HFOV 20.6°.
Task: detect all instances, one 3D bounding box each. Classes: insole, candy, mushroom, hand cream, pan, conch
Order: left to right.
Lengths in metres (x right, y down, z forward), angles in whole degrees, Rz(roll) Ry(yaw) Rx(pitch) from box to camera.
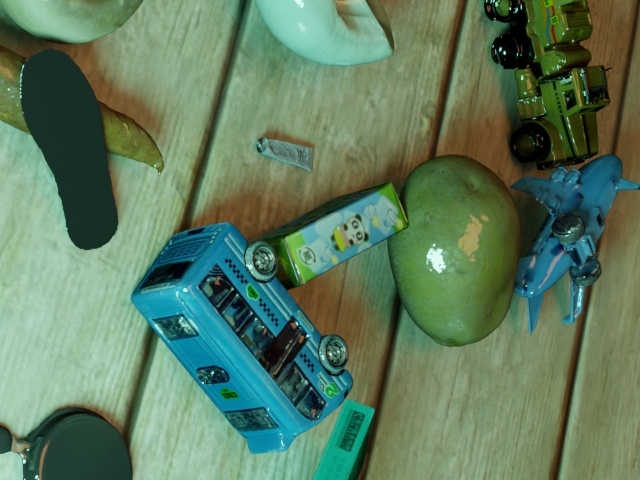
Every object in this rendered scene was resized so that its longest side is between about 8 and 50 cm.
[{"bbox_3d":[-0.276,0.215,1.737,0.235,0.028,0.136,30,62,-36],"label":"pan"},{"bbox_3d":[-0.249,-0.091,1.775,0.080,0.003,0.232,-28,125,-23],"label":"insole"},{"bbox_3d":[-0.245,-0.300,1.754,0.206,0.209,0.206,-1,91,-24],"label":"mushroom"},{"bbox_3d":[-0.039,-0.101,2.029,0.093,0.019,0.030,12,76,-44],"label":"hand cream"},{"bbox_3d":[0.000,0.000,1.992,0.194,0.097,0.062,-28,98,-43],"label":"candy"},{"bbox_3d":[0.000,-0.289,2.030,0.221,0.121,0.185,49,49,-34],"label":"conch"}]

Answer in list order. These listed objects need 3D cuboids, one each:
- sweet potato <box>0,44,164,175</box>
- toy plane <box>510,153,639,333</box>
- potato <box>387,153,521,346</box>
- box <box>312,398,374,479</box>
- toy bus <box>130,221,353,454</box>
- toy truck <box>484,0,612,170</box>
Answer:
[{"bbox_3d":[-0.282,-0.134,1.776,0.314,0.072,0.066,30,37,-40],"label":"sweet potato"},{"bbox_3d":[0.325,-0.016,2.277,0.271,0.105,0.254,-47,133,-23],"label":"toy plane"},{"bbox_3d":[0.161,0.014,2.100,0.178,0.160,0.235,-20,114,-26],"label":"potato"},{"bbox_3d":[-0.001,0.304,1.905,0.042,0.161,0.226,19,61,8],"label":"box"},{"bbox_3d":[-0.082,0.106,1.881,0.246,0.113,0.134,54,51,-22],"label":"toy bus"},{"bbox_3d":[0.313,-0.224,2.312,0.127,0.127,0.257,-12,95,-48],"label":"toy truck"}]
